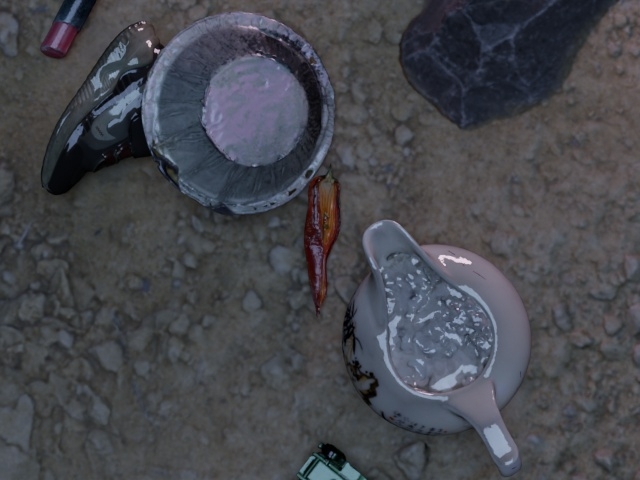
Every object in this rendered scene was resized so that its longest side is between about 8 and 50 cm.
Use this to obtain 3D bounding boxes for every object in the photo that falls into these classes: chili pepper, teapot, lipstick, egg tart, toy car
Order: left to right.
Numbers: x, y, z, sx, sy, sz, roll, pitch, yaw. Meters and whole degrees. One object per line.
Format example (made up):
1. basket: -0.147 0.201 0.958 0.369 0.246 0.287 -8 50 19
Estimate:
1. lipstick: -0.267 -0.321 1.662 0.053 0.053 0.234 30 90 4
2. egg tart: -0.085 -0.144 1.586 0.234 0.094 0.234 0 90 -21
3. chili pepper: 0.000 0.000 1.630 0.027 0.045 0.178 -2 85 41
4. toy car: 0.038 0.294 1.594 0.143 0.054 0.073 36 85 3
5. teapot: 0.140 0.124 1.560 0.208 0.166 0.300 -30 75 -13

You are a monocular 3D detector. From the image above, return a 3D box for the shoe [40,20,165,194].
1. shoe: -0.230 -0.139 1.623 0.112 0.099 0.227 30 86 -3
